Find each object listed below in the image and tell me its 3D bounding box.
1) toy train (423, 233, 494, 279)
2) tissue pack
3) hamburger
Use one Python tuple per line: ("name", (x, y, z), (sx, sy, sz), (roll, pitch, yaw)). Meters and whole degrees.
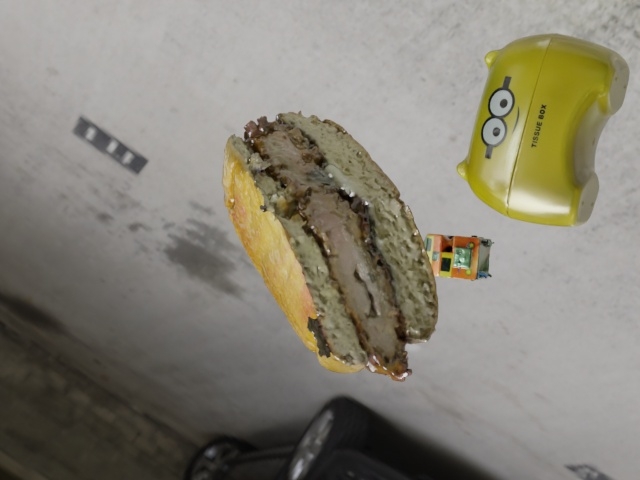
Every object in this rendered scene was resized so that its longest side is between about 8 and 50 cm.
("toy train", (0.221, 0.027, 1.529), (0.099, 0.072, 0.188), (2, 180, 15))
("tissue pack", (0.213, -0.107, 0.930), (0.127, 0.178, 0.123), (18, -172, 26))
("hamburger", (0.000, 0.000, 1.012), (0.245, 0.155, 0.282), (1, 107, 66))
